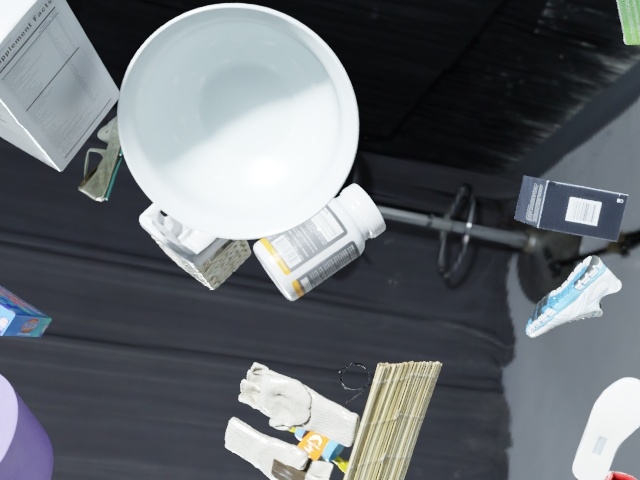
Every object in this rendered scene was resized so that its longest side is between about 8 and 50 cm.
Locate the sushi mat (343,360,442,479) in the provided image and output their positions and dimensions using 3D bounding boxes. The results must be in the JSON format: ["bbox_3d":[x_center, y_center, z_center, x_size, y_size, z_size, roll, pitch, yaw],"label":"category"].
[{"bbox_3d":[0.089,0.325,1.283,0.019,0.151,0.316,23,99,44],"label":"sushi mat"}]

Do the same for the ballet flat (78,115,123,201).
[{"bbox_3d":[-0.307,-0.132,1.250,0.057,0.052,0.168,-94,29,-67],"label":"ballet flat"}]

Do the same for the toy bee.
[{"bbox_3d":[0.027,0.422,1.850,0.195,0.298,0.162,56,-177,24],"label":"toy bee"}]

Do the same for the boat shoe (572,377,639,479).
[{"bbox_3d":[0.410,0.261,1.220,0.063,0.066,0.184,-47,-30,-59],"label":"boat shoe"}]

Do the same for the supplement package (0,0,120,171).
[{"bbox_3d":[-0.363,-0.215,1.035,0.139,0.134,0.244,-57,-16,-16],"label":"supplement package"}]

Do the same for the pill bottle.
[{"bbox_3d":[0.000,0.000,1.977,0.162,0.278,0.162,54,172,11],"label":"pill bottle"}]

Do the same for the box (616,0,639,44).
[{"bbox_3d":[0.576,-0.353,1.192,0.232,0.322,0.058,35,-119,-61],"label":"box"}]

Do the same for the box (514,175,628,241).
[{"bbox_3d":[0.470,-0.062,1.637,0.158,0.156,0.093,-109,30,-82],"label":"box"}]

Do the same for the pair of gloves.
[{"bbox_3d":[-0.056,0.317,1.410,0.042,0.204,0.240,-49,-16,-51],"label":"pair of gloves"}]

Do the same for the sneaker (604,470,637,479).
[{"bbox_3d":[0.499,0.511,1.637,0.090,0.270,0.145,52,131,43],"label":"sneaker"}]

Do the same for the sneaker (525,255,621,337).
[{"bbox_3d":[0.427,0.114,1.457,0.190,0.083,0.071,-49,9,35],"label":"sneaker"}]

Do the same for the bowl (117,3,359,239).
[{"bbox_3d":[-0.100,-0.161,1.119,0.134,0.298,0.297,-87,12,-70],"label":"bowl"}]

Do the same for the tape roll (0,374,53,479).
[{"bbox_3d":[-0.358,0.216,0.817,0.189,0.189,0.080,-99,-7,-50],"label":"tape roll"}]

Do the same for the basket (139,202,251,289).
[{"bbox_3d":[-0.215,-0.008,1.512,0.167,0.113,0.103,35,162,34],"label":"basket"}]

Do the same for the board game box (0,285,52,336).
[{"bbox_3d":[-0.597,0.116,1.579,0.047,0.160,0.210,-58,-3,-6],"label":"board game box"}]
